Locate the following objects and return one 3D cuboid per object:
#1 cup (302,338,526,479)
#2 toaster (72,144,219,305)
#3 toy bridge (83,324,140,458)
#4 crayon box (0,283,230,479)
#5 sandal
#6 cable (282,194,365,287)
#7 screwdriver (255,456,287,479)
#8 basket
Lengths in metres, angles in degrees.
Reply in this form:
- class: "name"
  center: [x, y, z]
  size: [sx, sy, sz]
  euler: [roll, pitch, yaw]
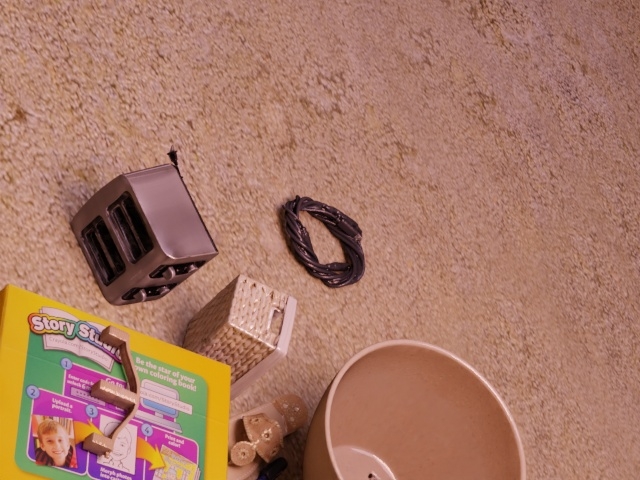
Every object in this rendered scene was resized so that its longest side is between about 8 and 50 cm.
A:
- class: "cup"
  center: [0.102, 0.345, 2.095]
  size: [0.331, 0.237, 0.331]
  euler: [16, 54, -22]
- class: "toaster"
  center: [-0.258, -0.015, 2.067]
  size: [0.110, 0.168, 0.185]
  euler: [-15, 75, -48]
- class: "toy bridge"
  center: [-0.268, 0.203, 1.846]
  size: [0.063, 0.026, 0.188]
  euler: [28, 45, -29]
- class: "crayon box"
  center: [-0.297, 0.263, 1.879]
  size: [0.363, 0.106, 0.313]
  euler: [25, 46, -31]
- class: "sandal"
  center: [-0.081, 0.281, 2.104]
  size: [0.088, 0.079, 0.240]
  euler: [57, 39, 3]
- class: "cable"
  center: [0.000, 0.000, 2.425]
  size: [0.184, 0.047, 0.150]
  euler: [35, 48, -26]
- class: "screwdriver"
  center: [-0.100, 0.365, 2.069]
  size: [0.024, 0.025, 0.170]
  euler: [55, 38, 0]
- class: "basket"
  center: [-0.126, 0.143, 2.096]
  size: [0.103, 0.167, 0.113]
  euler: [29, 45, -19]
